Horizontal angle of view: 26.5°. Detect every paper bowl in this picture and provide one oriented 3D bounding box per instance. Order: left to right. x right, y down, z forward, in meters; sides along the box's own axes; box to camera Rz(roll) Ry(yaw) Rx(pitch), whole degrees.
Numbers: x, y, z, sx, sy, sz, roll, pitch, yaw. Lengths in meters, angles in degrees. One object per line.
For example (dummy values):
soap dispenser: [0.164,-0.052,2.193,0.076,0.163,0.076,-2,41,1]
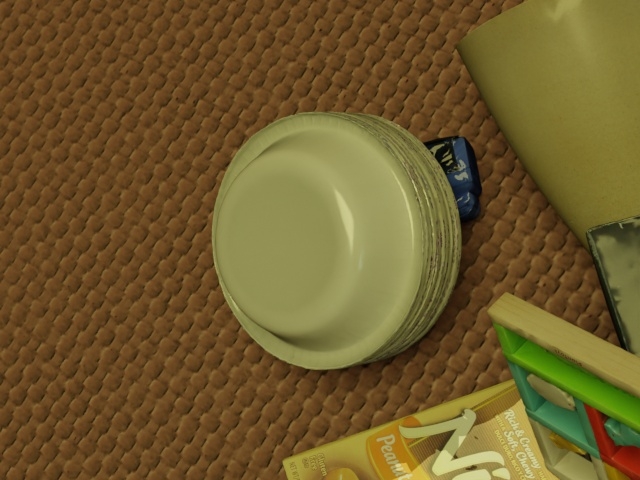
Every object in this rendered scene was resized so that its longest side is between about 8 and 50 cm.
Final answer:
paper bowl: [0.000,0.000,1.486,0.284,0.148,0.284,1,92,35]

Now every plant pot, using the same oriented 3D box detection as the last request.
plant pot: [0.312,-0.124,1.447,0.256,0.256,0.274,-20,85,10]

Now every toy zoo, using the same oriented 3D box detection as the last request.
toy zoo: [0.266,0.187,1.257,0.030,0.293,0.192,-42,42,-19]

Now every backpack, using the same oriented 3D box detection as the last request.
backpack: [0.118,-0.061,1.548,0.120,0.098,0.101,-12,76,12]

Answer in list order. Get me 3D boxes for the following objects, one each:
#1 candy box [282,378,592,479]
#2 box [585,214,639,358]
candy box: [0.136,0.275,1.454,0.316,0.087,0.183,-21,71,10]
box: [0.435,0.060,1.314,0.294,0.296,0.183,-17,71,12]
